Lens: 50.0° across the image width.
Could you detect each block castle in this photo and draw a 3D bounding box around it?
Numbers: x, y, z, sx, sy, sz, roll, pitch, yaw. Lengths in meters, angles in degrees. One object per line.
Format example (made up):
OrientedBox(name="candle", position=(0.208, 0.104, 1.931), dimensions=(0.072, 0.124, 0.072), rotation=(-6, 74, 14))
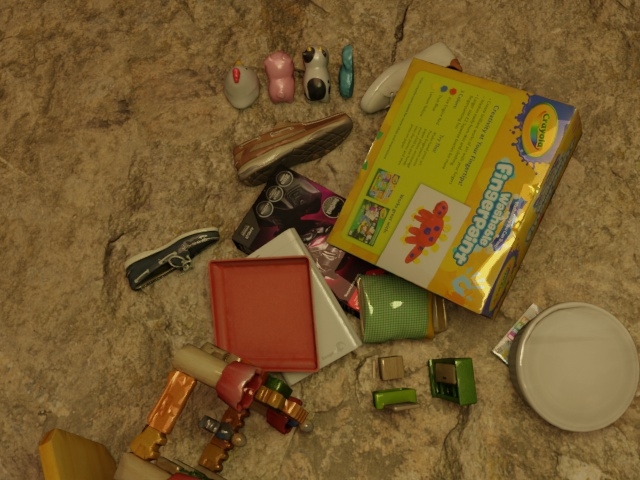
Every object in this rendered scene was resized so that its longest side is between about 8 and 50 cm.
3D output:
OrientedBox(name="block castle", position=(-0.176, 0.401, 1.365), dimensions=(0.213, 0.453, 0.303), rotation=(22, 74, 18))

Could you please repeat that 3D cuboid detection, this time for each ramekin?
OrientedBox(name="ramekin", position=(0.539, 0.271, 1.498), dimensions=(0.273, 0.127, 0.273), rotation=(1, 82, -5))

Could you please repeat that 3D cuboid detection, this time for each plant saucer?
OrientedBox(name="plant saucer", position=(-0.123, 0.164, 1.554), dimensions=(0.258, 0.048, 0.259), rotation=(-4, 94, 22))

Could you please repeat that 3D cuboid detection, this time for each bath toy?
OrientedBox(name="bath toy", position=(-0.087, -0.435, 1.791), dimensions=(0.348, 0.129, 0.151), rotation=(-6, 72, 3))

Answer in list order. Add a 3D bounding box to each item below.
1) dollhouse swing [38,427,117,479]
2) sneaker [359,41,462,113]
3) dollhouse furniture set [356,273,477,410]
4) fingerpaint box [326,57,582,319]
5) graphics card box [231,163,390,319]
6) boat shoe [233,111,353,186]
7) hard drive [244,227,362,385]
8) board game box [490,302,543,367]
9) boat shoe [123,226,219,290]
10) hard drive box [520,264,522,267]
OrientedBox(name="dollhouse swing", position=(-0.541, 0.612, 1.380), dimensions=(0.315, 0.347, 0.305), rotation=(-39, 65, -8))
OrientedBox(name="sneaker", position=(0.241, -0.398, 1.766), dimensions=(0.290, 0.106, 0.123), rotation=(-34, 71, -8))
OrientedBox(name="dollhouse furniture set", position=(0.204, 0.210, 1.500), dimensions=(0.197, 0.151, 0.301), rotation=(-4, 83, -13))
OrientedBox(name="fingerpaint box", position=(0.283, -0.111, 1.457), dimensions=(0.371, 0.163, 0.445), rotation=(24, 89, 27))
OrientedBox(name="graphics card box", position=(0.000, 0.000, 1.663), dimensions=(0.371, 0.094, 0.233), rotation=(30, 77, 14))
OrientedBox(name="boat shoe", position=(-0.075, -0.257, 1.739), dimensions=(0.324, 0.123, 0.116), rotation=(-25, 70, -6))
OrientedBox(name="hard drive", position=(-0.066, 0.154, 1.578), dimensions=(0.203, 0.040, 0.307), rotation=(-33, 82, 21))
OrientedBox(name="board game box", position=(0.483, 0.235, 1.588), dimensions=(0.103, 0.026, 0.154), rotation=(41, 79, 15))
OrientedBox(name="boat shoe", position=(-0.356, 0.044, 1.673), dimensions=(0.254, 0.095, 0.079), rotation=(-23, 71, -2))
OrientedBox(name="hard drive box", position=(0.373, -0.012, 1.595), dimensions=(0.089, 0.181, 0.232), rotation=(-16, 71, -1))
